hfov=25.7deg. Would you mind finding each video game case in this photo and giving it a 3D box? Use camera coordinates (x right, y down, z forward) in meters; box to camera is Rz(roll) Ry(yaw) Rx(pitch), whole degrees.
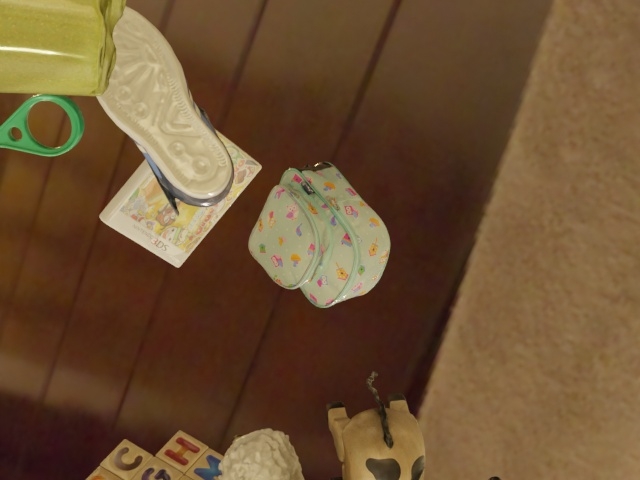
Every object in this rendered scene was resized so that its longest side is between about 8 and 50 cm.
[{"bbox_3d":[-0.226,-0.081,2.303,0.026,0.227,0.206,41,-177,38],"label":"video game case"}]

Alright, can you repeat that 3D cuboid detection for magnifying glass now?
[{"bbox_3d":[-0.451,-0.155,2.047,0.231,0.092,0.026,-13,-164,16],"label":"magnifying glass"}]

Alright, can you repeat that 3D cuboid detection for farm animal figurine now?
[{"bbox_3d":[0.092,0.306,1.488,0.330,0.326,0.172,-21,-158,-3],"label":"farm animal figurine"}]

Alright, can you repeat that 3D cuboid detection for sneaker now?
[{"bbox_3d":[-0.243,-0.189,2.089,0.322,0.130,0.236,56,174,-3],"label":"sneaker"}]

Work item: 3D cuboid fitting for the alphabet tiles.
[{"bbox_3d":[-0.198,0.408,1.933,0.343,0.011,0.285,25,-127,27],"label":"alphabet tiles"}]

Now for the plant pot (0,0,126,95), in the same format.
[{"bbox_3d":[-0.350,-0.268,1.546,0.254,0.276,0.276,9,-153,-2],"label":"plant pot"}]

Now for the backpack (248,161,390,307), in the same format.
[{"bbox_3d":[0.000,0.000,2.009,0.188,0.165,0.144,43,-144,21],"label":"backpack"}]
